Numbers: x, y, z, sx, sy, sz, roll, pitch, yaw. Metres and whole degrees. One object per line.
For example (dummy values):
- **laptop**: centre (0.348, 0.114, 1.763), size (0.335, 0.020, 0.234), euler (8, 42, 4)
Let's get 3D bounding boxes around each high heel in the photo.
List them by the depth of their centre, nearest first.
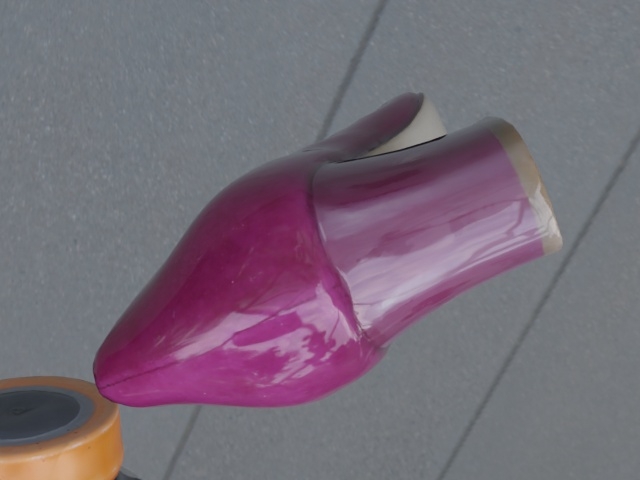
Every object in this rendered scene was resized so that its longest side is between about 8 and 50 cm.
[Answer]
- **high heel**: centre (0.000, 0.000, 0.512), size (0.181, 0.377, 0.127), euler (-22, 88, 2)

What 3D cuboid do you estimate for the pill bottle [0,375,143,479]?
- **pill bottle**: centre (-0.133, 0.191, 0.439), size (0.130, 0.130, 0.246), euler (-2, 105, -14)
